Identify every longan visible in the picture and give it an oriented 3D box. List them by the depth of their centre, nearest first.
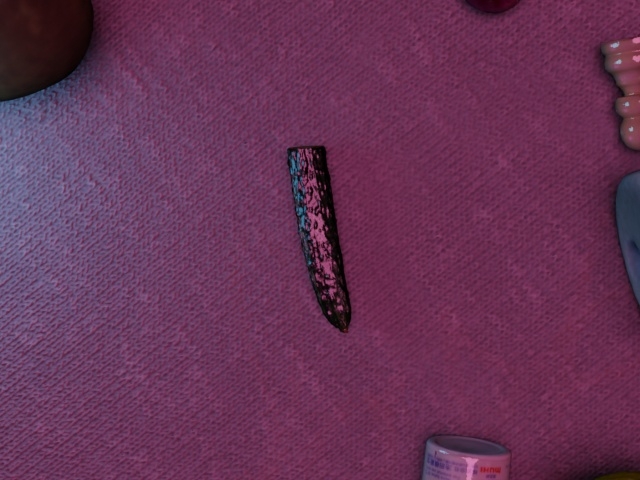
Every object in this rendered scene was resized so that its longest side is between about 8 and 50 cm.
[{"bbox_3d":[-0.493,-0.341,1.386,0.350,0.288,0.288,22,92,12],"label":"longan"}]

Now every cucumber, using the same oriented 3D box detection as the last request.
[{"bbox_3d":[0.000,0.000,1.479,0.067,0.067,0.294,-10,93,2],"label":"cucumber"}]

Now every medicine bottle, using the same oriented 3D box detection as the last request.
[{"bbox_3d":[0.203,0.473,1.455,0.130,0.130,0.341,6,91,1],"label":"medicine bottle"}]

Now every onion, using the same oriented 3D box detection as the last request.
[{"bbox_3d":[0.255,-0.393,1.441,0.115,0.104,0.115,3,102,15],"label":"onion"}]

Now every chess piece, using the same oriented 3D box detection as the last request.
[{"bbox_3d":[0.477,-0.218,1.448,0.094,0.094,0.171,-10,95,2],"label":"chess piece"}]

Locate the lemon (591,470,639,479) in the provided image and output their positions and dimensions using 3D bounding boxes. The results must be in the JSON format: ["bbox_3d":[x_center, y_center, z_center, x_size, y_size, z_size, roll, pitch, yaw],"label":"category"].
[{"bbox_3d":[0.472,0.482,1.356,0.364,0.364,0.364,0,92,2],"label":"lemon"}]

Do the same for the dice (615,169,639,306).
[{"bbox_3d":[0.583,-0.001,1.365,0.268,0.262,0.265,-16,91,0],"label":"dice"}]
